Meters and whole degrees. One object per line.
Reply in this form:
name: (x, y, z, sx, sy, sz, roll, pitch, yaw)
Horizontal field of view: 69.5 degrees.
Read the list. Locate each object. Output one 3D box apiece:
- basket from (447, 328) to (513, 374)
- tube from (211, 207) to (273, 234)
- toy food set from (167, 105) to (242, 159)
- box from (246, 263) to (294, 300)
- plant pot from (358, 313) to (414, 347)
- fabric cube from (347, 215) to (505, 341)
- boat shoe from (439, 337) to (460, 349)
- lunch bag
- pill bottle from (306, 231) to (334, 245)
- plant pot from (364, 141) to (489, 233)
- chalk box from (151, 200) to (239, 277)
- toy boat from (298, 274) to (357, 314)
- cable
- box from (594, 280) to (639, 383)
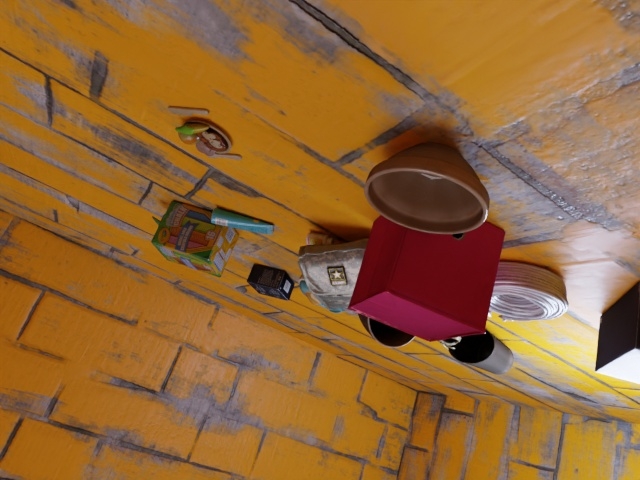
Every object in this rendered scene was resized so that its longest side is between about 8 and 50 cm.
basket: (0.654, 0.443, 1.839, 0.227, 0.154, 0.204, 30, 158, -35)
tube: (-0.259, -0.058, 1.548, 0.207, 0.052, 0.080, 15, 164, -1)
toy food set: (-0.280, -0.243, 1.119, 0.132, 0.038, 0.192, 9, 157, 24)
box: (-0.217, 0.186, 2.037, 0.158, 0.093, 0.156, 11, 158, 19)
plant pot: (0.231, 0.272, 1.748, 0.215, 0.215, 0.230, 26, 173, -17)
fabric cube: (0.251, 0.075, 1.132, 0.254, 0.258, 0.259, 24, 158, -9)
boat shoe: (0.468, 0.347, 1.711, 0.104, 0.089, 0.285, 13, 158, 12)
lunch bag: (0.083, 0.097, 1.421, 0.235, 0.169, 0.287, -6, 149, 20)
pill bottle: (0.000, 0.000, 1.461, 0.083, 0.043, 0.043, 11, 157, 21)
plant pot: (0.213, -0.115, 0.905, 0.237, 0.110, 0.237, 17, 160, 6)
chalk box: (-0.473, -0.013, 1.657, 0.289, 0.179, 0.180, 15, 158, 10)
toy boat: (0.054, 0.212, 1.788, 0.267, 0.148, 0.318, 32, 156, -28)
cable: (0.546, 0.144, 1.280, 0.257, 0.089, 0.257, -3, 148, 44)
box: (0.888, 0.262, 1.142, 0.294, 0.183, 0.296, 13, 158, 19)
